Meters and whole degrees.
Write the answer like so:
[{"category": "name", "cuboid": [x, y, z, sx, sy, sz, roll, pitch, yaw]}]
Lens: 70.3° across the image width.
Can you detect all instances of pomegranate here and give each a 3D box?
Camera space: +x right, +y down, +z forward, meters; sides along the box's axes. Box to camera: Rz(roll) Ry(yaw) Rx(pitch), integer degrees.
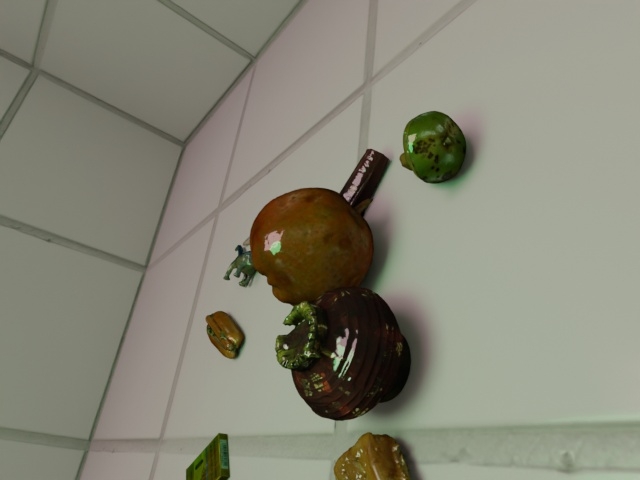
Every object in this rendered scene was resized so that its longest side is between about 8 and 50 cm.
[{"category": "pomegranate", "cuboid": [0.226, -0.184, 0.914, 0.122, 0.143, 0.169, -24, -5, 5]}]

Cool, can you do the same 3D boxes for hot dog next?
[{"category": "hot dog", "cuboid": [-0.316, 0.297, 1.459, 0.249, 0.068, 0.100, 23, 87, 60]}]

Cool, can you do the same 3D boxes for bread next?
[{"category": "bread", "cuboid": [0.106, 0.432, 0.680, 0.139, 0.077, 0.271, -52, 33, 21]}]

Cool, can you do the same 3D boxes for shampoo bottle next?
[{"category": "shampoo bottle", "cuboid": [0.085, -0.112, 1.128, 0.068, 0.067, 0.236, 35, 99, 52]}]

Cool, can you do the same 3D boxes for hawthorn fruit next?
[{"category": "hawthorn fruit", "cuboid": [0.000, 0.000, 1.001, 0.298, 0.277, 0.277, -37, 34, 3]}]

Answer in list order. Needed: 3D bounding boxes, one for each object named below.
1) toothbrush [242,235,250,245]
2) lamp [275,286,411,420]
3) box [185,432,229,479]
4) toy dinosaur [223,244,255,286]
[{"category": "toothbrush", "cuboid": [-0.171, -0.051, 1.526, 0.375, 0.037, 0.028, -32, 40, 47]}, {"category": "lamp", "cuboid": [0.037, 0.197, 0.821, 0.247, 0.247, 0.247, -37, 40, 39]}, {"category": "box", "cuboid": [-0.311, 0.634, 1.239, 0.193, 0.030, 0.121, -51, 32, 23]}, {"category": "toy dinosaur", "cuboid": [-0.244, 0.075, 1.503, 0.363, 0.076, 0.147, -4, 58, 61]}]
